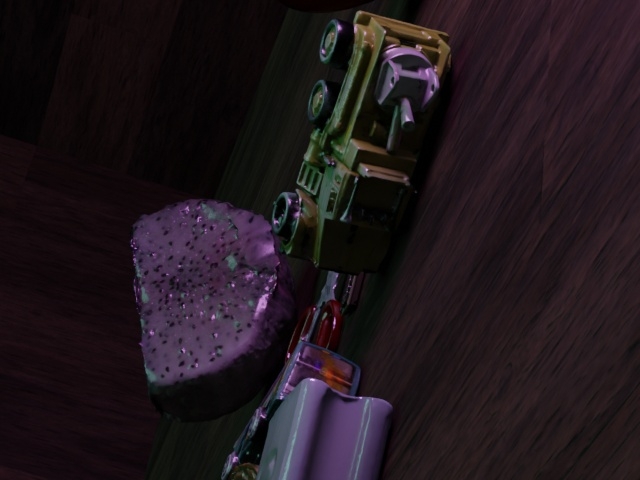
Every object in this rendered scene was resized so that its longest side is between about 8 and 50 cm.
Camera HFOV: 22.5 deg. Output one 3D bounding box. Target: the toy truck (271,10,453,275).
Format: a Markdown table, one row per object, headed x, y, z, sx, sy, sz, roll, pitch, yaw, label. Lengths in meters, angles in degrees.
| x | y | z | sx | sy | sz | roll | pitch | yaw | label |
| --- | --- | --- | --- | --- | --- | --- | --- | --- | --- |
| 0.045 | -0.081 | 1.585 | 0.135 | 0.128 | 0.259 | -116 | 43 | -59 | toy truck |

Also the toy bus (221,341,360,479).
| x | y | z | sx | sy | sz | roll | pitch | yaw | label |
| --- | --- | --- | --- | --- | --- | --- | --- | --- | --- |
| -0.034 | 0.197 | 1.653 | 0.261 | 0.091 | 0.109 | 122 | 170 | -56 | toy bus |

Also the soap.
| x | y | z | sx | sy | sz | roll | pitch | yaw | label |
| --- | --- | --- | --- | --- | --- | --- | --- | --- | --- |
| -0.021 | 0.270 | 1.380 | 0.160 | 0.088 | 0.265 | 125 | 161 | -64 | soap |

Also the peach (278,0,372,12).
| x | y | z | sx | sy | sz | roll | pitch | yaw | label |
| --- | --- | --- | --- | --- | --- | --- | --- | --- | --- |
| 0.031 | -0.399 | 1.932 | 0.245 | 0.249 | 0.274 | 40 | 118 | 52 | peach |

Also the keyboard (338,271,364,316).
| x | y | z | sx | sy | sz | roll | pitch | yaw | label |
| --- | --- | --- | --- | --- | --- | --- | --- | --- | --- |
| 0.042 | 0.017 | 1.758 | 0.049 | 0.015 | 0.129 | 129 | 157 | -70 | keyboard |

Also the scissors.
| x | y | z | sx | sy | sz | roll | pitch | yaw | label |
| --- | --- | --- | --- | --- | --- | --- | --- | --- | --- |
| 0.016 | 0.030 | 1.844 | 0.144 | 0.017 | 0.247 | -21 | 51 | 68 | scissors |

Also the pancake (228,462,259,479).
| x | y | z | sx | sy | sz | roll | pitch | yaw | label |
| --- | --- | --- | --- | --- | --- | --- | --- | --- | --- |
| -0.059 | 0.297 | 1.589 | 0.158 | 0.028 | 0.158 | 32 | 126 | 59 | pancake |

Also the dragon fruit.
| x | y | z | sx | sy | sz | roll | pitch | yaw | label |
| --- | --- | --- | --- | --- | --- | --- | --- | --- | --- |
| -0.126 | 0.104 | 2.144 | 0.221 | 0.204 | 0.283 | 71 | -171 | -54 | dragon fruit |
